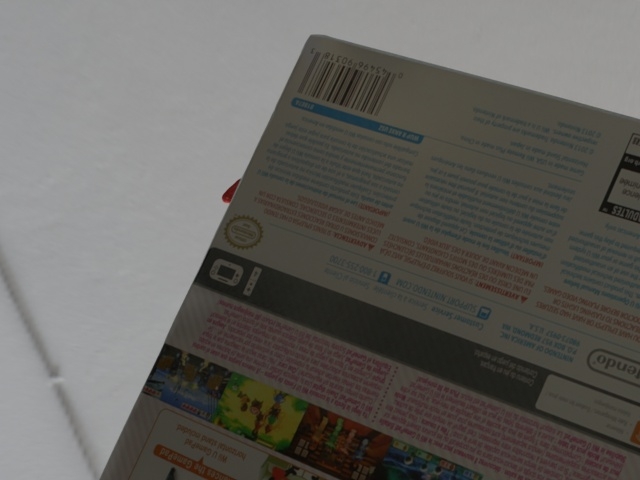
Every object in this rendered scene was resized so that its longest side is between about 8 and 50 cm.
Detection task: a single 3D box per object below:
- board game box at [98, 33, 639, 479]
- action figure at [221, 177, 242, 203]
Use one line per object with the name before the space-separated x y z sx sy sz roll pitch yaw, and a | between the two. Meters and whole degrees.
board game box | 0.041 0.091 0.647 0.224 0.097 0.303 20 -101 33
action figure | 0.000 0.000 0.848 0.115 0.038 0.030 28 -129 34
